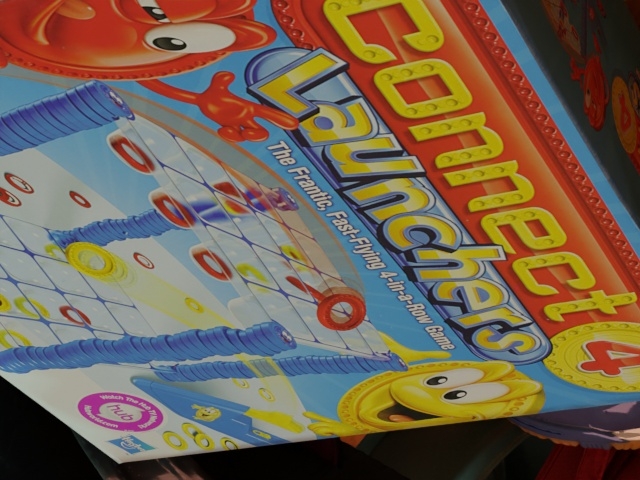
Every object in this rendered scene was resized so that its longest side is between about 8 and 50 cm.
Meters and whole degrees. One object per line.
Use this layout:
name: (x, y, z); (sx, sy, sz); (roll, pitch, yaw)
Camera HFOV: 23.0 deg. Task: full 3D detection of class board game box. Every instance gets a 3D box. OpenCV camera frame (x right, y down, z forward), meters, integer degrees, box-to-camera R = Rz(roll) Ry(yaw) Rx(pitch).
board game box: (-0.030, -0.028, 0.602); (0.302, 0.086, 0.308); (-10, 144, 27)

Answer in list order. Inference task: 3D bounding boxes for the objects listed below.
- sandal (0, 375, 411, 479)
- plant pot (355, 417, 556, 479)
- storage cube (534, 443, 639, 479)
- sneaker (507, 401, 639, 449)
sandal: (-0.050, 0.114, 0.875); (0.446, 0.167, 0.107); (30, 134, -15)
plant pot: (0.127, 0.224, 1.145); (0.293, 0.293, 0.196); (16, -177, -35)
storage cube: (0.266, 0.177, 0.970); (0.193, 0.183, 0.215); (25, 172, 44)
sneaker: (0.218, 0.034, 0.871); (0.296, 0.112, 0.131); (-13, 139, 27)
